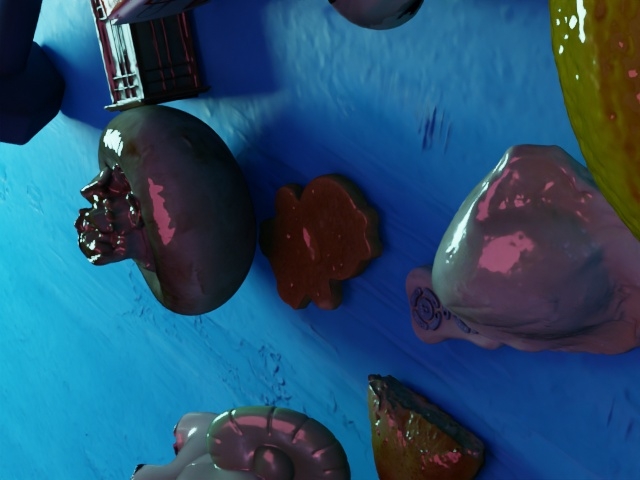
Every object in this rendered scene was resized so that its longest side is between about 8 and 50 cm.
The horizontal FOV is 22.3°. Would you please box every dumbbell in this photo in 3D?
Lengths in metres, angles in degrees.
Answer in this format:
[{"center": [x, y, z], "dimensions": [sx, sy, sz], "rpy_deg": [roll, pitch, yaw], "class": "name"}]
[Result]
[{"center": [-0.356, -0.267, 1.892], "dimensions": [0.144, 0.160, 0.325], "rpy_deg": [-93, 20, -43], "class": "dumbbell"}]

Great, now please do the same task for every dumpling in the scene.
[{"center": [0.181, 0.031, 1.295], "dimensions": [0.179, 0.131, 0.252], "rpy_deg": [31, 142, 4], "class": "dumpling"}]

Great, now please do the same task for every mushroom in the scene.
[{"center": [-0.162, -0.026, 1.674], "dimensions": [0.226, 0.178, 0.226], "rpy_deg": [48, 154, 33], "class": "mushroom"}]

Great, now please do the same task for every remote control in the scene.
[{"center": [0.123, 0.059, 1.454], "dimensions": [0.122, 0.032, 0.074], "rpy_deg": [-1, 101, 53], "class": "remote control"}]

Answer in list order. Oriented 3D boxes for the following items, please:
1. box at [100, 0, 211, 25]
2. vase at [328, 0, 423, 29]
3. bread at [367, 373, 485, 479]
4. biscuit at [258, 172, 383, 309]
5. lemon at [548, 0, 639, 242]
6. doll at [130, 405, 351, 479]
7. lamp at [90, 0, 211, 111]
[{"center": [-0.130, -0.289, 1.579], "dimensions": [0.182, 0.133, 0.099], "rpy_deg": [-26, 83, 53], "class": "box"}, {"center": [0.128, -0.262, 1.227], "dimensions": [0.360, 0.165, 0.165], "rpy_deg": [-16, 90, 59], "class": "vase"}, {"center": [0.088, 0.215, 1.548], "dimensions": [0.154, 0.054, 0.136], "rpy_deg": [40, 135, 43], "class": "bread"}, {"center": [-0.002, -0.003, 1.607], "dimensions": [0.133, 0.027, 0.184], "rpy_deg": [62, 141, 22], "class": "biscuit"}, {"center": [0.290, -0.117, 0.929], "dimensions": [0.336, 0.336, 0.336], "rpy_deg": [25, 122, 47], "class": "lemon"}, {"center": [-0.058, 0.280, 1.691], "dimensions": [0.268, 0.216, 0.284], "rpy_deg": [-1, 121, 30], "class": "doll"}, {"center": [-0.204, -0.303, 1.716], "dimensions": [0.090, 0.089, 0.325], "rpy_deg": [-1, 101, 55], "class": "lamp"}]
